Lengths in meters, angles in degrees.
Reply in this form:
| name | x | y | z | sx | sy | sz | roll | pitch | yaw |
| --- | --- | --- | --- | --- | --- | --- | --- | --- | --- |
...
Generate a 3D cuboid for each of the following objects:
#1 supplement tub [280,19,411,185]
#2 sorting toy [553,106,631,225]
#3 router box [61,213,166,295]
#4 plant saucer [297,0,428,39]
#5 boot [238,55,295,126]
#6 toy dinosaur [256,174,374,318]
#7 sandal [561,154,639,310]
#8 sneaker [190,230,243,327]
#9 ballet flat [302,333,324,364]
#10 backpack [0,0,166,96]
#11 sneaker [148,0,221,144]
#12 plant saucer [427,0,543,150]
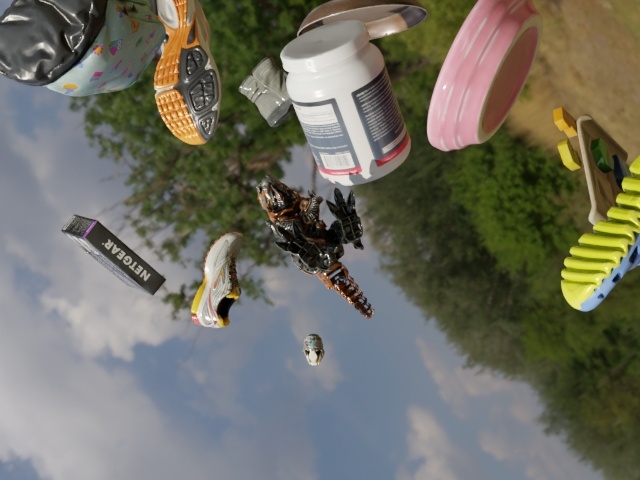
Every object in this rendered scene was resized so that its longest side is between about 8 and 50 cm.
| name | x | y | z | sx | sy | sz | roll | pitch | yaw |
| --- | --- | --- | --- | --- | --- | --- | --- | --- | --- |
| supplement tub | 0.049 | -0.260 | 1.767 | 0.191 | 0.191 | 0.272 | -106 | -5 | -61 |
| sorting toy | 0.543 | -0.128 | 1.782 | 0.307 | 0.041 | 0.229 | 28 | -126 | -43 |
| router box | -0.389 | 0.027 | 1.738 | 0.179 | 0.046 | 0.133 | 45 | 163 | -29 |
| plant saucer | 0.096 | -0.526 | 2.178 | 0.310 | 0.311 | 0.050 | 1 | -100 | -77 |
| boot | -0.095 | -0.434 | 2.466 | 0.161 | 0.246 | 0.083 | 52 | -166 | 4 |
| toy dinosaur | 0.000 | 0.000 | 1.759 | 0.322 | 0.164 | 0.218 | 33 | 164 | 0 |
| sandal | 0.549 | 0.000 | 1.613 | 0.138 | 0.317 | 0.126 | 37 | -178 | -23 |
| sneaker | -0.209 | 0.089 | 2.062 | 0.093 | 0.225 | 0.088 | 16 | -179 | 27 |
| ballet flat | -0.013 | 0.204 | 1.671 | 0.041 | 0.041 | 0.114 | 59 | 170 | 23 |
| backpack | -0.245 | -0.218 | 0.961 | 0.115 | 0.152 | 0.182 | 49 | -163 | 1 |
| sneaker | -0.189 | -0.271 | 1.358 | 0.121 | 0.099 | 0.262 | -22 | -78 | -77 |
| plant saucer | 0.309 | -0.306 | 1.676 | 0.084 | 0.332 | 0.332 | 29 | -178 | 18 |
